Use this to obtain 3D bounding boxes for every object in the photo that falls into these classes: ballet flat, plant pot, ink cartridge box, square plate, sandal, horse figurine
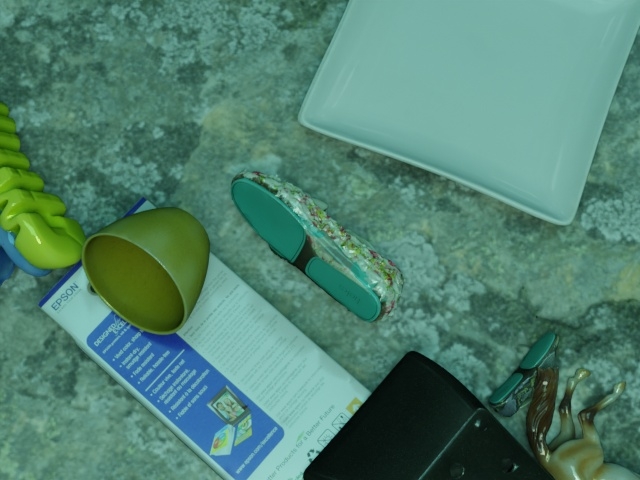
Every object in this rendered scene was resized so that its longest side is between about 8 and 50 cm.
[{"bbox_3d":[0.000,0.000,1.302,0.241,0.091,0.077,43,46,5],"label":"ballet flat"},{"bbox_3d":[0.127,0.247,1.151,0.187,0.167,0.188,46,76,-12],"label":"plant pot"},{"bbox_3d":[-0.119,0.135,1.253,0.371,0.069,0.176,41,76,6],"label":"ink cartridge box"},{"bbox_3d":[-0.171,0.019,1.199,0.134,0.134,0.095,35,50,7],"label":"plant pot"},{"bbox_3d":[0.192,-0.223,1.383,0.347,0.049,0.344,22,73,3],"label":"square plate"},{"bbox_3d":[0.238,0.157,1.284,0.041,0.041,0.114,42,76,9],"label":"ballet flat"},{"bbox_3d":[-0.398,-0.069,1.274,0.138,0.126,0.317,-39,68,17],"label":"sandal"},{"bbox_3d":[0.327,0.248,1.245,0.263,0.066,0.174,32,69,4],"label":"horse figurine"}]
